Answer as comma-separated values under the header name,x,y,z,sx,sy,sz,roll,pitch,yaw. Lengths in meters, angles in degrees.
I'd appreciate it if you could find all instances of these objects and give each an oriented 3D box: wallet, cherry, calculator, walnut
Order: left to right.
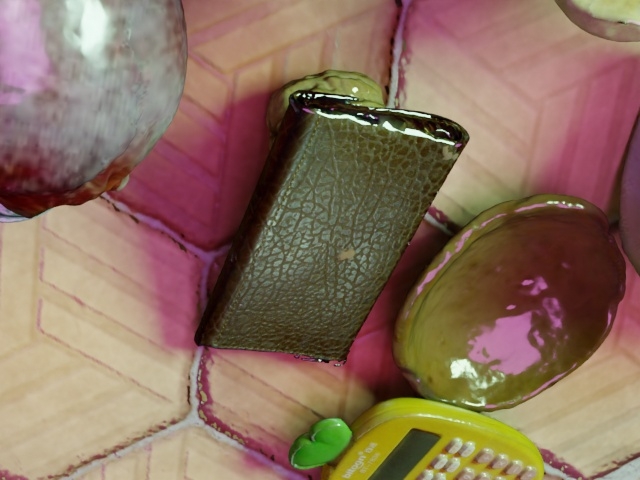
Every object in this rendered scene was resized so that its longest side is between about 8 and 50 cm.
name,x,y,z,sx,sy,sz,roll,pitch,yaw
cherry,-0.173,-0.137,0.520,0.192,0.175,0.249,4,102,-2
wallet,0.000,0.000,0.678,0.133,0.039,0.243,7,131,-22
walnut,0.009,-0.086,0.678,0.096,0.082,0.078,-7,81,-15
calculator,0.085,0.194,0.789,0.235,0.032,0.146,20,124,-21

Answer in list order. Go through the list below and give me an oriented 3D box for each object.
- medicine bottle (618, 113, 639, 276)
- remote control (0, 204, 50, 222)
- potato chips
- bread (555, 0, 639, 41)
name,x,y,z,sx,sy,sz,roll,pitch,yaw
medicine bottle,0.474,-0.022,0.719,0.407,0.235,0.235,12,105,-15
remote control,-0.210,-0.133,0.627,0.104,0.052,0.247,7,106,-14
potato chips,0.152,0.047,0.760,0.196,0.062,0.208,10,112,-17
bread,0.262,-0.257,0.615,0.316,0.054,0.315,-3,73,10
